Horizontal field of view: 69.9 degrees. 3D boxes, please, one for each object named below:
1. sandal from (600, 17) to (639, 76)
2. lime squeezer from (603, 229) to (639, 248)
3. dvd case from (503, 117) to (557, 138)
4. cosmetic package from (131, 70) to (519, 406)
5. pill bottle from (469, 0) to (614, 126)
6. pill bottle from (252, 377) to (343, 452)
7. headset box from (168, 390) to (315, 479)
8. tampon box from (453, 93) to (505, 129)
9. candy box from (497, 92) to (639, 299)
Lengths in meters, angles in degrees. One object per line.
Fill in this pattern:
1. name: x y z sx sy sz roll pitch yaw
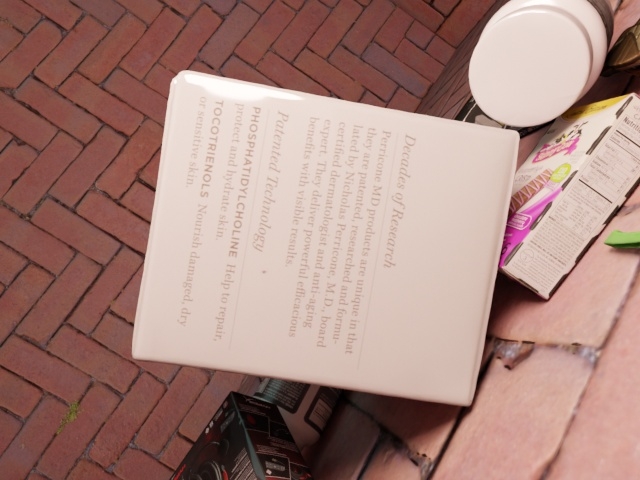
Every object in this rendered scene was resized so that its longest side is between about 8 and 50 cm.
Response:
1. sandal: 0.437 -0.256 0.626 0.090 0.060 0.219 -59 -11 18
2. lime squeezer: 0.272 0.029 0.313 0.110 0.058 0.310 -53 6 31
3. dvd case: 0.448 -0.319 0.893 0.239 0.029 0.179 -64 5 -7
4. cosmetic package: 0.000 0.000 0.661 0.329 0.393 0.328 -161 80 -86
5. pill bottle: 0.315 -0.271 0.647 0.283 0.161 0.161 -44 -6 -46
6. pill bottle: -0.045 0.316 0.948 0.279 0.162 0.162 -58 5 -27
7. headset box: -0.114 0.417 0.693 0.218 0.110 0.293 -55 34 5
8. tampon box: 0.385 -0.289 1.065 0.161 0.101 0.120 -56 4 10
9. candy box: 0.295 -0.056 0.575 0.234 0.071 0.159 -55 4 7
